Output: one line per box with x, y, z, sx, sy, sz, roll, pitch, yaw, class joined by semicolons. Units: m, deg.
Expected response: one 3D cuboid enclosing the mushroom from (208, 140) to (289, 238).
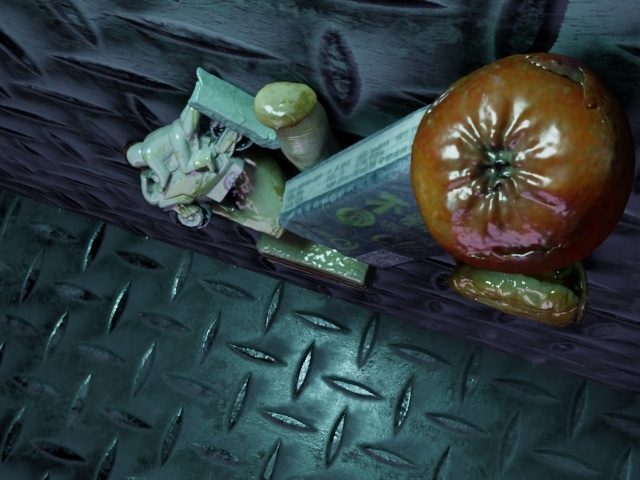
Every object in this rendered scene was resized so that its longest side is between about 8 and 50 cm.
-0.195;-0.157;1.606;0.292;0.212;0.217;12;-150;-3;mushroom

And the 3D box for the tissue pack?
0.151;-0.068;1.217;0.288;0.124;0.394;22;155;-31;tissue pack

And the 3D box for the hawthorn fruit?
0.278;-0.083;0.891;0.276;0.276;0.307;8;178;42;hawthorn fruit

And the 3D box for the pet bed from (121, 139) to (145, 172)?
-0.450;-0.212;1.904;0.201;0.053;0.201;20;163;6;pet bed

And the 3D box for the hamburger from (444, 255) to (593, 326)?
0.460;0.078;1.497;0.330;0.162;0.209;22;165;-1;hamburger

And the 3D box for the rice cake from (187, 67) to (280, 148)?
-0.151;-0.237;1.281;0.206;0.069;0.063;23;168;-24;rice cake

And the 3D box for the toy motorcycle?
-0.273;-0.163;1.411;0.223;0.108;0.341;24;130;-19;toy motorcycle

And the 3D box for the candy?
0.000;0.000;1.815;0.320;0.179;0.135;18;168;16;candy

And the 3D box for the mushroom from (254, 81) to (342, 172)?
-0.012;-0.178;1.277;0.122;0.095;0.351;-4;161;22;mushroom
